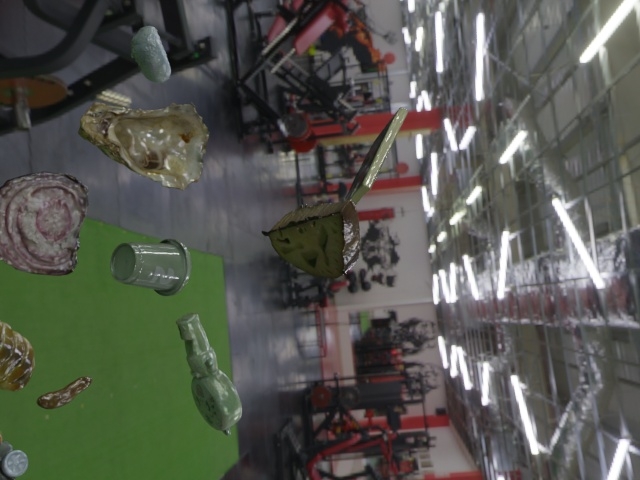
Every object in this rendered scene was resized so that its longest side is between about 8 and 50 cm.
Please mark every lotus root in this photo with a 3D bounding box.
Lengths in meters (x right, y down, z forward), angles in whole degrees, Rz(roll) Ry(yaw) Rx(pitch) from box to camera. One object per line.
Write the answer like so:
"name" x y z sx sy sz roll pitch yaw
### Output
"lotus root" 0.000 0.000 1.334 0.074 0.261 0.170 -45 117 -34

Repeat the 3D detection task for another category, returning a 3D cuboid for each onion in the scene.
"onion" -0.844 -0.068 1.901 0.146 0.280 0.314 -146 -108 -68

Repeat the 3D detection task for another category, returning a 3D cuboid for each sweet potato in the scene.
"sweet potato" -0.745 0.449 1.861 0.182 0.053 0.054 -24 81 -53

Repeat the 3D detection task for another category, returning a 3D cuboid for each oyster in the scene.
"oyster" -0.326 -0.189 1.176 0.107 0.233 0.161 18 -83 63

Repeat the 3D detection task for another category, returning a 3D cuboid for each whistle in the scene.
"whistle" -0.216 0.263 1.240 0.126 0.067 0.258 -2 -70 52

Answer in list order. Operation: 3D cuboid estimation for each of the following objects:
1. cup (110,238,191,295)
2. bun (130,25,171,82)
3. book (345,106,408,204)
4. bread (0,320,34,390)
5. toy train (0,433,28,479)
"cup" -0.340 0.048 1.275 0.141 0.120 0.120 17 64 -53
"bun" -0.431 -0.464 1.602 0.141 0.083 0.140 159 -90 -84
"book" 0.122 -0.182 1.490 0.202 0.027 0.264 -65 -176 -11
"bread" -0.271 0.090 0.531 0.088 0.034 0.049 66 25 -47
"toy train" -0.514 0.390 0.954 0.127 0.089 0.219 10 59 -52
